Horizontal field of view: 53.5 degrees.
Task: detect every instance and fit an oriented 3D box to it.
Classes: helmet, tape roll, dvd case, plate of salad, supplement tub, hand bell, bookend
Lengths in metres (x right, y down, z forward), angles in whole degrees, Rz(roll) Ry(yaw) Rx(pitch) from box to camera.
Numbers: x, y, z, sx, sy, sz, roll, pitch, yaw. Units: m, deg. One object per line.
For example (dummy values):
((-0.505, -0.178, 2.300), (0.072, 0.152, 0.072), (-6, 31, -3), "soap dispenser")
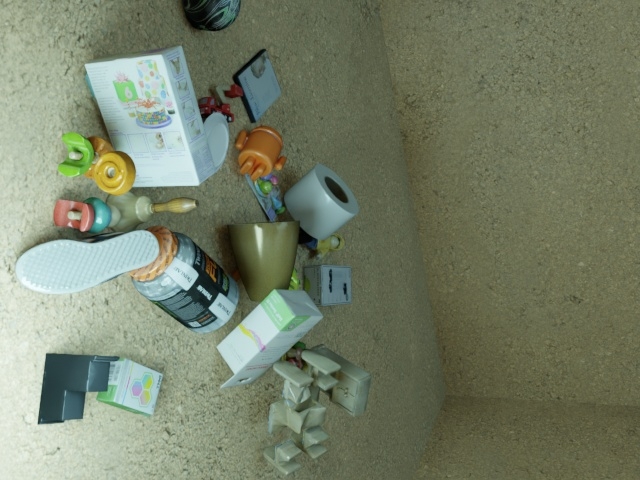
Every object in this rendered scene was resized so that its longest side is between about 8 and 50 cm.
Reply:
((-0.325, -0.731, 1.947), (0.169, 0.162, 0.169), (13, 75, -63), "helmet")
((0.004, -0.145, 2.417), (0.246, 0.169, 0.246), (39, 25, -23), "tape roll")
((-0.223, -0.559, 2.289), (0.253, 0.022, 0.180), (-61, 139, -47), "dvd case")
((-0.342, -0.301, 1.983), (0.200, 0.048, 0.199), (15, 90, -73), "plate of salad")
((-0.374, 0.106, 1.717), (0.316, 0.194, 0.193), (52, 43, -49), "supplement tub")
((-0.410, -0.082, 1.611), (0.126, 0.242, 0.126), (12, 76, -63), "hand bell")
((-0.536, 0.330, 1.407), (0.072, 0.157, 0.156), (23, 66, -60), "bookend")

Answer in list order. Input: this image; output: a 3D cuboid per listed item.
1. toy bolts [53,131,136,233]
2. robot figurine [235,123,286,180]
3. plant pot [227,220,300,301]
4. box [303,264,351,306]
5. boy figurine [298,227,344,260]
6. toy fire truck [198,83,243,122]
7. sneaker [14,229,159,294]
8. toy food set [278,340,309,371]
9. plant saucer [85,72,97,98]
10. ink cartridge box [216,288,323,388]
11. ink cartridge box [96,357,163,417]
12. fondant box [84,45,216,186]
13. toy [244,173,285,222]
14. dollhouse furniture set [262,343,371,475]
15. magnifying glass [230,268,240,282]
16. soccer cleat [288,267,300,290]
((-0.504, -0.122, 1.505), (0.158, 0.218, 0.228), (-4, 108, -70), "toy bolts")
((-0.203, -0.304, 2.181), (0.128, 0.158, 0.219), (81, 22, -49), "robot figurine")
((-0.176, 0.066, 2.072), (0.237, 0.237, 0.254), (-10, 97, -63), "plant pot")
((0.032, 0.186, 2.639), (0.290, 0.087, 0.169), (4, 83, -64), "box")
((0.000, 0.000, 2.596), (0.285, 0.092, 0.177), (24, 63, -57), "boy figurine")
((-0.322, -0.449, 2.049), (0.192, 0.047, 0.135), (5, 83, -62), "toy fire truck")
((-0.546, 0.052, 1.477), (0.321, 0.127, 0.126), (-11, 91, -39), "sneaker")
((-0.086, 0.442, 2.390), (0.218, 0.071, 0.128), (14, 75, -62), "toy food set")
((-0.537, -0.424, 1.650), (0.192, 0.018, 0.067), (-50, 130, -53), "plant saucer")
((-0.183, 0.314, 2.035), (0.119, 0.353, 0.207), (51, 16, 22), "ink cartridge box")
((-0.470, 0.384, 1.636), (0.209, 0.062, 0.109), (47, 46, -53), "ink cartridge box")
((-0.421, -0.302, 1.594), (0.096, 0.238, 0.330), (-52, 137, -52), "fondant box")
((-0.184, -0.197, 2.286), (0.237, 0.056, 0.137), (66, 32, -35), "toy")
((-0.050, 0.545, 2.253), (0.394, 0.256, 0.362), (-14, 119, -44), "dollhouse furniture set")
((-0.296, 0.140, 2.055), (0.231, 0.026, 0.092), (-51, 127, -56), "magnifying glass")
((-0.151, 0.100, 2.313), (0.121, 0.093, 0.289), (-21, 113, -31), "soccer cleat")
